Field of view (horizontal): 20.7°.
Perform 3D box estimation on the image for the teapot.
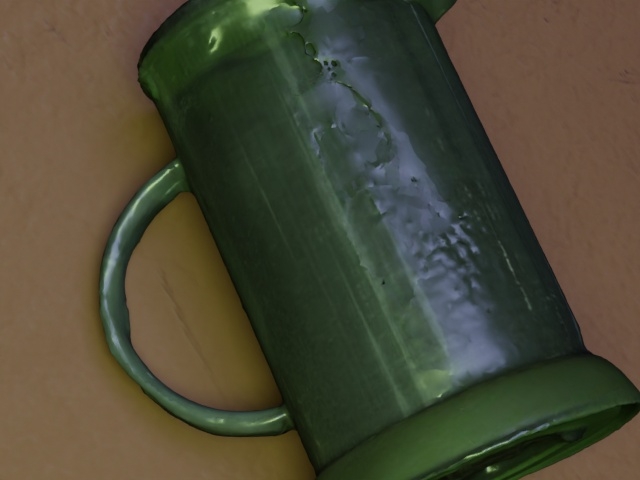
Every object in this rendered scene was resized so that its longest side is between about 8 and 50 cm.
[{"bbox_3d":[0.000,0.000,1.018,0.270,0.200,0.337,-24,74,2],"label":"teapot"}]
